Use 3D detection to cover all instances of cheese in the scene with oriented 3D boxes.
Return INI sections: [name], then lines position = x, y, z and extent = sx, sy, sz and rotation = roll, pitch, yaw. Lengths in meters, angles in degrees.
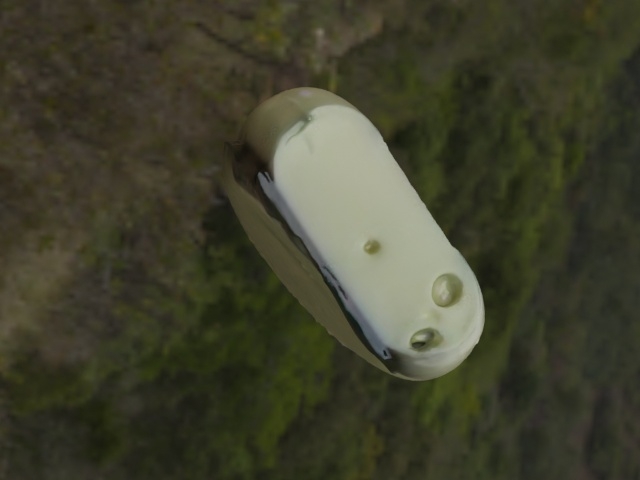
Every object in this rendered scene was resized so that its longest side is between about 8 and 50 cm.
[cheese]
position = 0.000, 0.000, 0.749
extent = 0.127, 0.054, 0.251
rotation = 55, -7, -5
